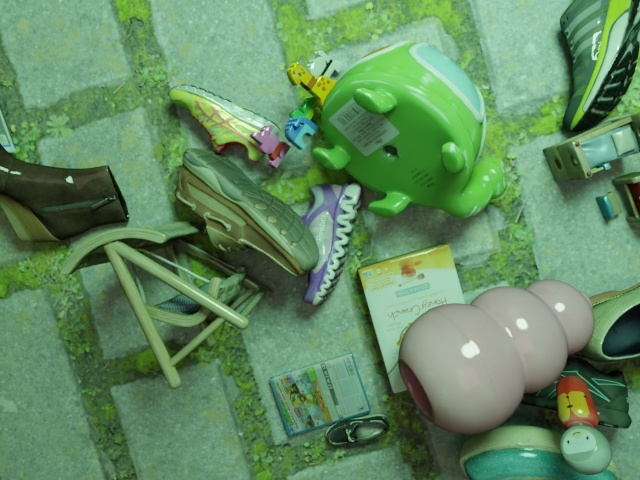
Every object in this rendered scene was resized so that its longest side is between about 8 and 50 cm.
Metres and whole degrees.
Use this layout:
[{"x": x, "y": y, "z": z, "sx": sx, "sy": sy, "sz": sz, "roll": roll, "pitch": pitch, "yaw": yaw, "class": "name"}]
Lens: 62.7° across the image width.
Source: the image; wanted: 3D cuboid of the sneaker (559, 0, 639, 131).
[{"x": 0.468, "y": -0.336, "z": 0.894, "sx": 0.111, "sy": 0.121, "sz": 0.299, "roll": -5, "pitch": 114, "yaw": -39, "class": "sneaker"}]

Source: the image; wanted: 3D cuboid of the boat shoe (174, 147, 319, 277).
[{"x": -0.135, "y": -0.035, "z": 0.917, "sx": 0.324, "sy": 0.123, "sz": 0.116, "roll": 41, "pitch": 110, "yaw": 24, "class": "boat shoe"}]

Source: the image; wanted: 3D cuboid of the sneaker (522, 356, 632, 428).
[{"x": 0.427, "y": 0.260, "z": 0.956, "sx": 0.267, "sy": 0.101, "sz": 0.106, "roll": 15, "pitch": 77, "yaw": -1, "class": "sneaker"}]

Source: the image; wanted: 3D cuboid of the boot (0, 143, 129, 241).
[{"x": -0.477, "y": -0.113, "z": 0.930, "sx": 0.207, "sy": 0.090, "sz": 0.248, "roll": -14, "pitch": 126, "yaw": -1, "class": "boot"}]

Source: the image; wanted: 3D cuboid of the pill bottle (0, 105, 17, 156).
[{"x": -0.621, "y": -0.215, "z": 0.964, "sx": 0.078, "sy": 0.078, "sz": 0.137, "roll": -18, "pitch": 93, "yaw": 4, "class": "pill bottle"}]

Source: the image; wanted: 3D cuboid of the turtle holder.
[{"x": 0.171, "y": -0.182, "z": 0.847, "sx": 0.320, "sy": 0.243, "sz": 0.227, "roll": 24, "pitch": 57, "yaw": 10, "class": "turtle holder"}]

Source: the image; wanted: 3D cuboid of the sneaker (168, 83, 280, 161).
[{"x": -0.183, "y": -0.208, "z": 0.943, "sx": 0.209, "sy": 0.081, "sz": 0.094, "roll": 25, "pitch": 98, "yaw": 0, "class": "sneaker"}]

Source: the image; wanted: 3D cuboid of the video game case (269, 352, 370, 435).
[{"x": 0.000, "y": 0.295, "z": 1.006, "sx": 0.166, "sy": 0.015, "sz": 0.119, "roll": -18, "pitch": 94, "yaw": 4, "class": "video game case"}]

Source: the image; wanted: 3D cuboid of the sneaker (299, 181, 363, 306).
[{"x": 0.000, "y": 0.000, "z": 0.950, "sx": 0.105, "sy": 0.095, "sz": 0.236, "roll": 16, "pitch": 90, "yaw": 8, "class": "sneaker"}]

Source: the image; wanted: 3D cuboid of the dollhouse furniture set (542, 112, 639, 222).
[{"x": 0.496, "y": -0.102, "z": 0.892, "sx": 0.129, "sy": 0.129, "sz": 0.183, "roll": -23, "pitch": 93, "yaw": 5, "class": "dollhouse furniture set"}]

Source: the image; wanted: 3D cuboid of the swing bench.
[{"x": -0.238, "y": 0.068, "z": 0.881, "sx": 0.165, "sy": 0.253, "sz": 0.254, "roll": -41, "pitch": 92, "yaw": 5, "class": "swing bench"}]

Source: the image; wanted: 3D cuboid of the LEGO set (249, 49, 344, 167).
[{"x": -0.038, "y": -0.242, "z": 0.890, "sx": 0.093, "sy": 0.087, "sz": 0.227, "roll": 36, "pitch": 80, "yaw": -28, "class": "LEGO set"}]

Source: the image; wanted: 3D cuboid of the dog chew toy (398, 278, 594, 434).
[{"x": 0.297, "y": 0.170, "z": 0.858, "sx": 0.332, "sy": 0.206, "sz": 0.206, "roll": -24, "pitch": 93, "yaw": -12, "class": "dog chew toy"}]

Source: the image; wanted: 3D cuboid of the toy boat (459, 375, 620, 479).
[{"x": 0.379, "y": 0.371, "z": 0.872, "sx": 0.268, "sy": 0.148, "sz": 0.318, "roll": 9, "pitch": 131, "yaw": 5, "class": "toy boat"}]

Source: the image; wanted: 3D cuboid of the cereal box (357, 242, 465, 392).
[{"x": 0.182, "y": 0.142, "z": 0.967, "sx": 0.173, "sy": 0.047, "sz": 0.240, "roll": -17, "pitch": 93, "yaw": 2, "class": "cereal box"}]

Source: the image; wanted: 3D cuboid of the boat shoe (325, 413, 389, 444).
[{"x": 0.070, "y": 0.363, "z": 0.996, "sx": 0.125, "sy": 0.038, "sz": 0.046, "roll": -13, "pitch": 94, "yaw": 4, "class": "boat shoe"}]

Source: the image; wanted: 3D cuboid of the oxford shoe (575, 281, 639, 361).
[{"x": 0.623, "y": 0.109, "z": 0.893, "sx": 0.397, "sy": 0.146, "sz": 0.140, "roll": -30, "pitch": 91, "yaw": 4, "class": "oxford shoe"}]
